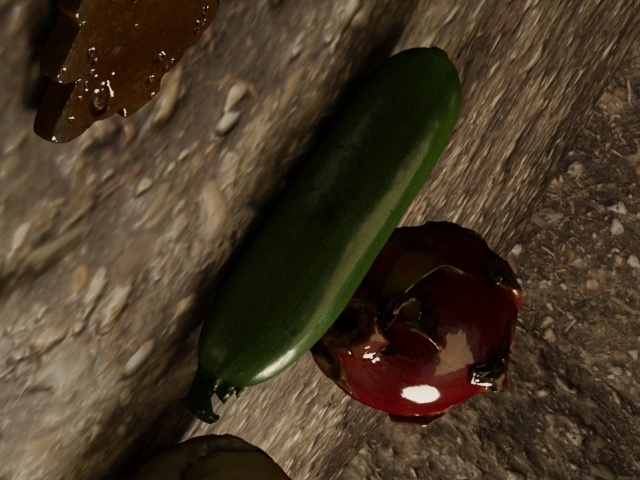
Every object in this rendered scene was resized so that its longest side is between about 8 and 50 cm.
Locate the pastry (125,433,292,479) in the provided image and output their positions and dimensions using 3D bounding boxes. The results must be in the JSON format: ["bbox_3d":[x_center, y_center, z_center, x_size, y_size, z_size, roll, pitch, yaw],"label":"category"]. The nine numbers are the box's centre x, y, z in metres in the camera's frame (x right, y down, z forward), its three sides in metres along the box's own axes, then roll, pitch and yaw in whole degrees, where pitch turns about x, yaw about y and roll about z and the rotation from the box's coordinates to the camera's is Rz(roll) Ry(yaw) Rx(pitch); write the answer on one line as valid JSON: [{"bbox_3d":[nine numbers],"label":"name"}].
[{"bbox_3d":[-0.131,0.286,0.998,0.237,0.170,0.256,-31,167,-8],"label":"pastry"}]

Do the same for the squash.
[{"bbox_3d":[0.000,0.000,0.859,0.378,0.101,0.101,-54,166,5],"label":"squash"}]

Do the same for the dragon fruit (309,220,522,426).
[{"bbox_3d":[0.110,0.089,1.157,0.250,0.250,0.315,-56,174,7],"label":"dragon fruit"}]

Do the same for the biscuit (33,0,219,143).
[{"bbox_3d":[-0.089,-0.105,0.465,0.119,0.019,0.130,-46,165,-29],"label":"biscuit"}]
